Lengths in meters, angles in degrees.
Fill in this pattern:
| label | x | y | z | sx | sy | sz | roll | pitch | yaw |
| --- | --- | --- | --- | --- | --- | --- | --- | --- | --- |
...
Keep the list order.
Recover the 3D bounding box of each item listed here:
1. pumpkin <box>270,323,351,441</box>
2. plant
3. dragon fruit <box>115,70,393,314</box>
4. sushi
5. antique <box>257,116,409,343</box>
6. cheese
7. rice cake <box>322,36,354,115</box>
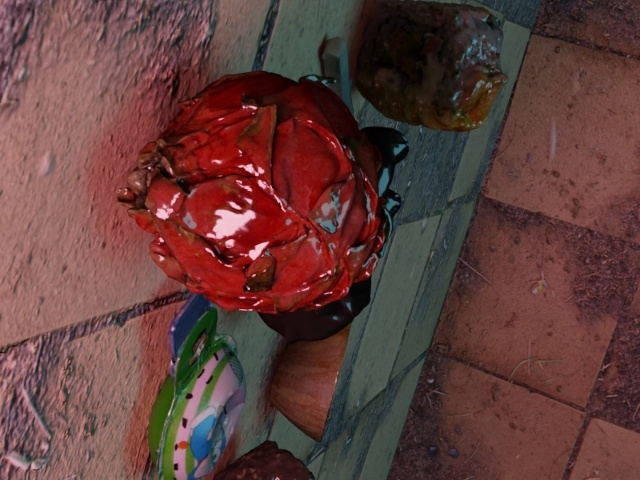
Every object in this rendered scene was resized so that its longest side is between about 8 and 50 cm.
| label | x | y | z | sx | sy | sz | roll | pitch | yaw |
| --- | --- | --- | --- | --- | --- | --- | --- | --- | --- |
| pumpkin | -0.017 | 0.217 | 1.786 | 0.217 | 0.110 | 0.217 | 11 | 90 | -85 |
| plant | -0.123 | 0.430 | 1.597 | 0.274 | 0.149 | 0.146 | -49 | 116 | -15 |
| dragon fruit | -0.055 | -0.048 | 1.055 | 0.299 | 0.244 | 0.244 | 2 | 107 | -55 |
| sushi | 0.152 | -0.262 | 1.580 | 0.139 | 0.274 | 0.184 | -2 | 110 | -45 |
| antique | 0.000 | 0.000 | 1.403 | 0.322 | 0.185 | 0.255 | 92 | 22 | -57 |
| cheese | -0.147 | 0.179 | 1.297 | 0.320 | 0.083 | 0.204 | 95 | 21 | -45 |
| rice cake | 0.027 | -0.221 | 1.508 | 0.180 | 0.030 | 0.042 | 79 | 32 | -63 |
